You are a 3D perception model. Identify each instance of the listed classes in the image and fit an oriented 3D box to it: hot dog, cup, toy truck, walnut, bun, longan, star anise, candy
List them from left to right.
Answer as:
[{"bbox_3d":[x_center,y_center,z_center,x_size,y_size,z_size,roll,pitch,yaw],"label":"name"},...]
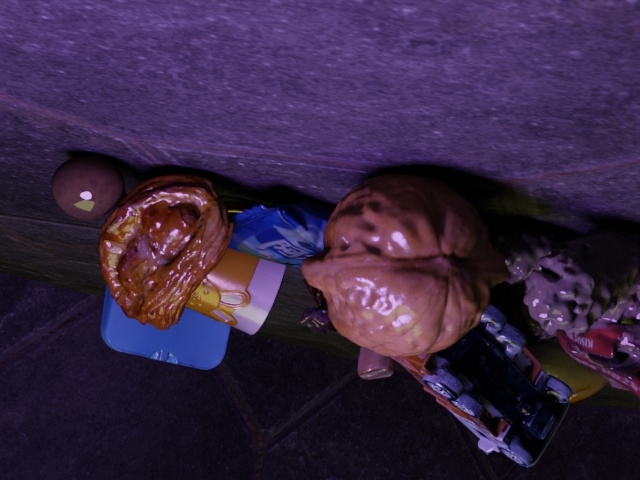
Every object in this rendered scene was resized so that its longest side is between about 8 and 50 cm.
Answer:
[{"bbox_3d":[-0.329,-0.075,1.667,0.113,0.092,0.113,4,148,2],"label":"longan"},{"bbox_3d":[-0.231,0.017,1.663,0.114,0.175,0.259,-19,153,-44],"label":"hot dog"},{"bbox_3d":[-0.163,0.016,1.847,0.226,0.185,0.241,19,134,-13],"label":"cup"},{"bbox_3d":[0.000,0.000,1.725,0.331,0.077,0.187,15,154,-32],"label":"candy"},{"bbox_3d":[0.083,0.135,2.296,0.283,0.129,0.212,8,179,-33],"label":"star anise"},{"bbox_3d":[0.100,0.030,1.438,0.257,0.224,0.257,-1,178,0],"label":"walnut"},{"bbox_3d":[0.211,0.185,1.618,0.162,0.136,0.305,19,159,50],"label":"toy truck"},{"bbox_3d":[0.330,0.178,1.873,0.299,0.164,0.299,12,-162,-4],"label":"bun"}]

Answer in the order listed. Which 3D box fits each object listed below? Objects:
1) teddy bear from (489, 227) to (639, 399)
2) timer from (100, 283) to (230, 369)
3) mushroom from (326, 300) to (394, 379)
[{"bbox_3d":[0.356,0.100,1.599,0.357,0.224,0.368,39,161,-22],"label":"teddy bear"},{"bbox_3d":[-0.265,0.090,2.045,0.232,0.249,0.091,18,166,-31],"label":"timer"},{"bbox_3d":[0.107,0.134,2.000,0.207,0.215,0.207,7,162,2],"label":"mushroom"}]
